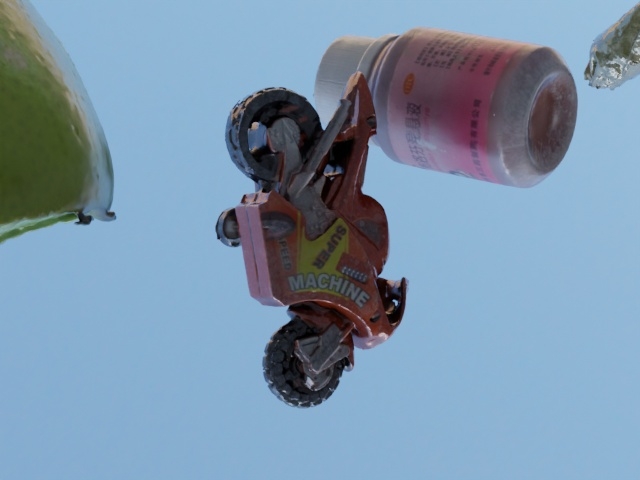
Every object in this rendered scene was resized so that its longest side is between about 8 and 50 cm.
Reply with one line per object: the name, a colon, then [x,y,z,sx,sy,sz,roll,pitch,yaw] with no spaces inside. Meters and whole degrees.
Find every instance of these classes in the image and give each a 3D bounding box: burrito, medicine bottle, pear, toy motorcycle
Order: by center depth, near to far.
pear: [-0.290,-0.101,1.040,0.286,0.176,0.282,-17,-94,5]
burrito: [0.227,-0.148,1.143,0.058,0.188,0.045,-2,-116,-40]
toy motorcycle: [-0.001,0.000,1.701,0.171,0.089,0.298,-10,-84,-25]
medicine bottle: [0.120,-0.138,1.821,0.247,0.147,0.147,13,-147,33]
